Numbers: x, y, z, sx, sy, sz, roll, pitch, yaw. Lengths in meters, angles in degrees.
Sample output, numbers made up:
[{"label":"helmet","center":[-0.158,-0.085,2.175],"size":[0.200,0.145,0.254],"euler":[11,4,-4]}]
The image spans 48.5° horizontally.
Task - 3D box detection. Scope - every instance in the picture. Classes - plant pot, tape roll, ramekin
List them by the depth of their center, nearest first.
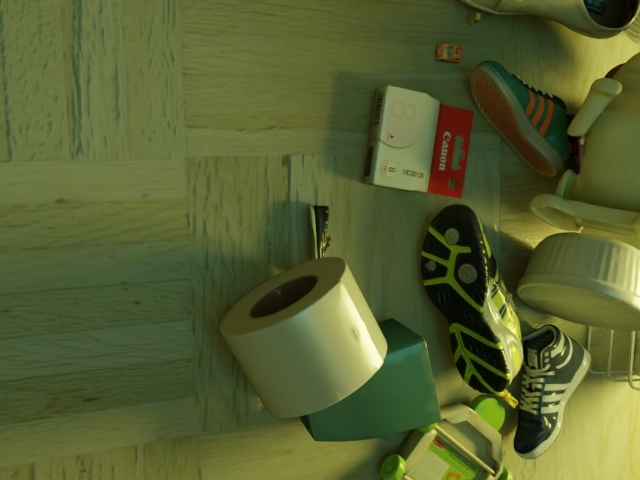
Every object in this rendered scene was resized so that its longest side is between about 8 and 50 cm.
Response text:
[{"label":"tape roll","center":[-0.028,0.162,1.223],"size":[0.246,0.246,0.169],"euler":[-32,107,-17]},{"label":"plant pot","center":[0.073,0.273,1.325],"size":[0.234,0.165,0.166],"euler":[-16,101,-14]},{"label":"ramekin","center":[0.549,0.082,1.456],"size":[0.272,0.273,0.127],"euler":[25,75,-23]}]

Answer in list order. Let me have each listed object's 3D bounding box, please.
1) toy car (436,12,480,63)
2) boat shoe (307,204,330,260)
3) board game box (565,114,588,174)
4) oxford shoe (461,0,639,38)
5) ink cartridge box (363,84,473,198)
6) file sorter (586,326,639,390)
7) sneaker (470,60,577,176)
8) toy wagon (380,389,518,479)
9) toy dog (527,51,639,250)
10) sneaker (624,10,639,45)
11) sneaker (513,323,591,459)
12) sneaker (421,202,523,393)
[{"label":"toy car","center":[0.275,-0.407,1.406],"size":[0.060,0.040,0.122],"euler":[21,87,-23]},{"label":"boat shoe","center":[0.000,0.000,1.325],"size":[0.042,0.049,0.133],"euler":[-3,92,-15]},{"label":"board game box","center":[0.702,-0.183,1.607],"size":[0.346,0.056,0.208],"euler":[-5,101,-23]},{"label":"oxford shoe","center":[0.434,-0.513,1.393],"size":[0.449,0.130,0.169],"euler":[15,97,-11]},{"label":"ink cartridge box","center":[0.205,-0.188,1.392],"size":[0.232,0.066,0.189],"euler":[7,92,-19]},{"label":"file sorter","center":[0.739,0.234,1.537],"size":[0.173,0.277,0.193],"euler":[2,94,-21]},{"label":"sneaker","center":[0.420,-0.270,1.451],"size":[0.302,0.108,0.121],"euler":[44,77,-29]},{"label":"toy wagon","center":[0.286,0.451,1.480],"size":[0.267,0.068,0.344],"euler":[41,78,-21]},{"label":"toy dog","center":[0.652,-0.187,1.409],"size":[0.395,0.284,0.408],"euler":[25,82,-47]},{"label":"sneaker","center":[0.727,-0.614,1.532],"size":[0.150,0.135,0.366],"euler":[-25,115,-37]},{"label":"sneaker","center":[0.462,0.314,1.521],"size":[0.153,0.099,0.282],"euler":[42,72,-26]},{"label":"sneaker","center":[0.313,0.109,1.442],"size":[0.147,0.145,0.385],"euler":[-24,103,-51]}]
